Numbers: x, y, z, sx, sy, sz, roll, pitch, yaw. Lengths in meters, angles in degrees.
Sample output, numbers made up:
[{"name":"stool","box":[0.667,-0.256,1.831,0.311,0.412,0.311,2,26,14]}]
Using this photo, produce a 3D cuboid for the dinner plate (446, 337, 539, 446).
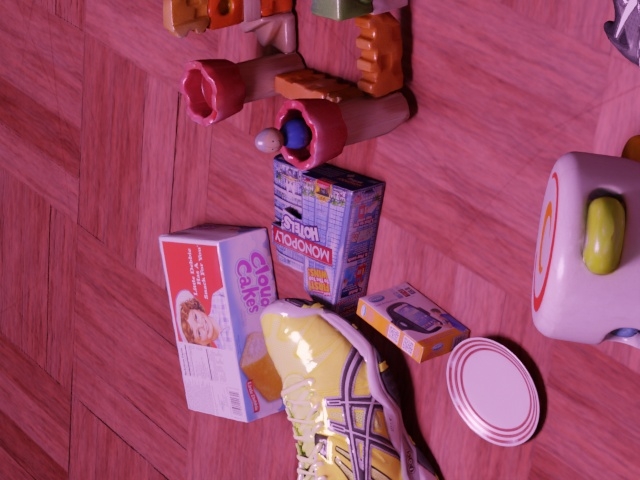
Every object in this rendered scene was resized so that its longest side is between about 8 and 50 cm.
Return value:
[{"name":"dinner plate","box":[0.210,0.180,1.993,0.141,0.017,0.141,21,123,37]}]

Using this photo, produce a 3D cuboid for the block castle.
[{"name":"block castle","box":[-0.064,-0.336,1.967,0.303,0.213,0.453,26,126,48]}]

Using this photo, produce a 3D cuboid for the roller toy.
[{"name":"roller toy","box":[0.299,0.010,1.675,0.209,0.146,0.191,-81,-1,-56]}]

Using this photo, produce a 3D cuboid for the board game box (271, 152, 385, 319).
[{"name":"board game box","box":[0.000,0.000,2.165,0.194,0.060,0.194,20,118,46]}]

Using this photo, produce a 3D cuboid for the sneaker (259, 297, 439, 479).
[{"name":"sneaker","box":[0.026,0.249,2.117,0.384,0.147,0.145,59,142,3]}]

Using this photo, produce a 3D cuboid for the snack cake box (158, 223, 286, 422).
[{"name":"snack cake box","box":[-0.134,0.114,2.356,0.152,0.089,0.264,6,108,53]}]

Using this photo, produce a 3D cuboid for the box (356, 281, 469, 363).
[{"name":"box","box":[0.109,0.096,2.046,0.136,0.081,0.028,39,131,36]}]

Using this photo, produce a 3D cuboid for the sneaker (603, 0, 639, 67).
[{"name":"sneaker","box":[0.332,-0.273,1.624,0.106,0.078,0.234,39,133,34]}]
